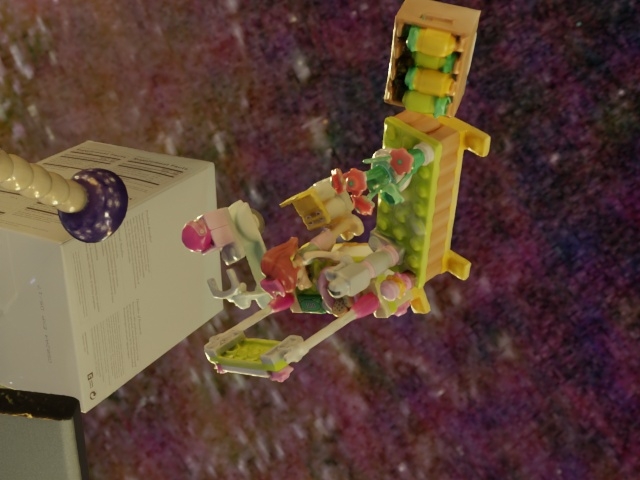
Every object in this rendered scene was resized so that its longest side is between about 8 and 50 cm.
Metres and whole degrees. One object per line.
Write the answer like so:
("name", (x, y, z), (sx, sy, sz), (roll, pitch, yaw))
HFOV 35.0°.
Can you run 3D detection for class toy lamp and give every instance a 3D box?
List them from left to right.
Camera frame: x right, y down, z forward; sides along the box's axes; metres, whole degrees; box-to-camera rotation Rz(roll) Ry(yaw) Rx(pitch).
("toy lamp", (-0.254, -0.056, 0.800), (0.080, 0.080, 0.274), (47, -171, 25))

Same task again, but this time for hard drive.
("hard drive", (-0.183, 0.140, 0.597), (0.094, 0.022, 0.135), (6, 126, 3))

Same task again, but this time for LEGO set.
("LEGO set", (0.000, 0.000, 0.547), (0.132, 0.107, 0.287), (56, 146, 4))

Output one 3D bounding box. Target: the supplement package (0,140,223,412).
("supplement package", (-0.268, 0.027, 1.162), (0.198, 0.262, 0.199), (12, 117, 27))
